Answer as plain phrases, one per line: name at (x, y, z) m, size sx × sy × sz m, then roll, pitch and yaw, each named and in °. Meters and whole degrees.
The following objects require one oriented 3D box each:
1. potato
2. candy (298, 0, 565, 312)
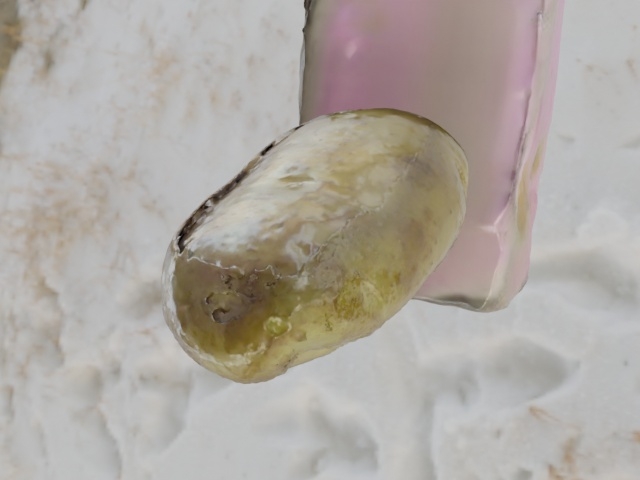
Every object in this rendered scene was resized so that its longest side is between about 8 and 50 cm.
potato at (0.000, 0.000, 0.522) m, size 0.107 × 0.170 × 0.080 m, roll 13°, pitch 133°, yaw 26°
candy at (0.069, -0.099, 0.747) m, size 0.155 × 0.116 × 0.265 m, roll 9°, pitch 106°, yaw 12°
